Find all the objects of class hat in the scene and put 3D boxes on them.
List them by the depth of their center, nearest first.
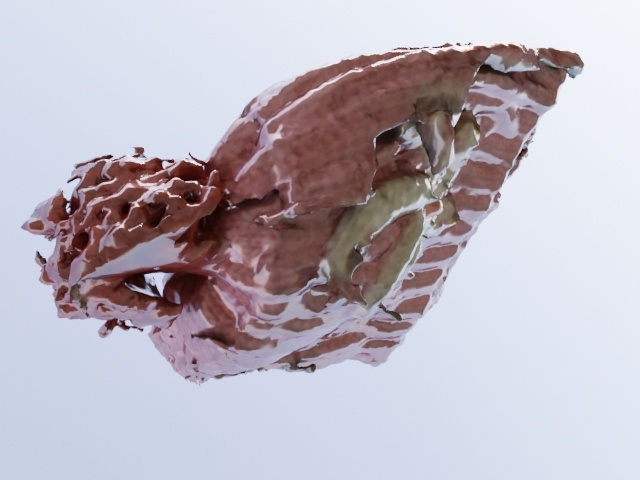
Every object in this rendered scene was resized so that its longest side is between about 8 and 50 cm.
[{"bbox_3d":[0.000,0.000,0.448,0.286,0.237,0.107,-4,-139,-44],"label":"hat"}]
